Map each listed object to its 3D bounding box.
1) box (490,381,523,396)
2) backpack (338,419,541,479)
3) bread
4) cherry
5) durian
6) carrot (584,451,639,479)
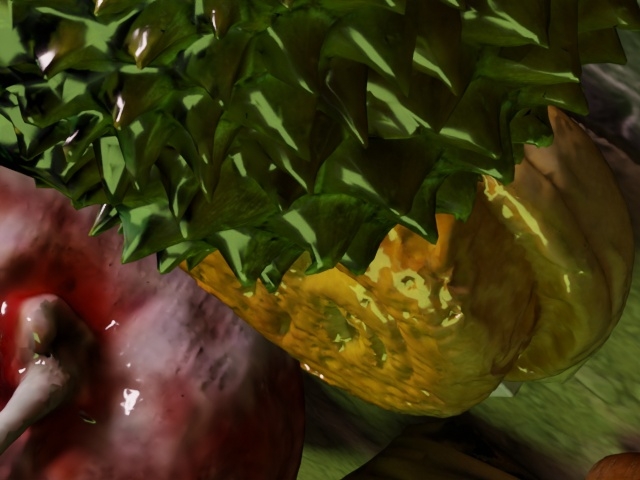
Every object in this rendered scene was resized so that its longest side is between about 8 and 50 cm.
[{"bbox_3d":[0.000,0.000,0.933,0.245,0.035,0.139,44,158,-19],"label":"box"},{"bbox_3d":[0.128,0.295,1.106,0.378,0.201,0.353,24,151,14],"label":"backpack"},{"bbox_3d":[0.024,-0.017,0.739,0.236,0.120,0.198,32,156,11],"label":"bread"},{"bbox_3d":[-0.186,0.088,0.937,0.335,0.291,0.326,-3,138,43],"label":"cherry"},{"bbox_3d":[-0.012,-0.129,0.454,0.291,0.225,0.291,164,90,-77],"label":"durian"},{"bbox_3d":[0.200,0.136,0.882,0.055,0.055,0.161,44,151,-16],"label":"carrot"}]
